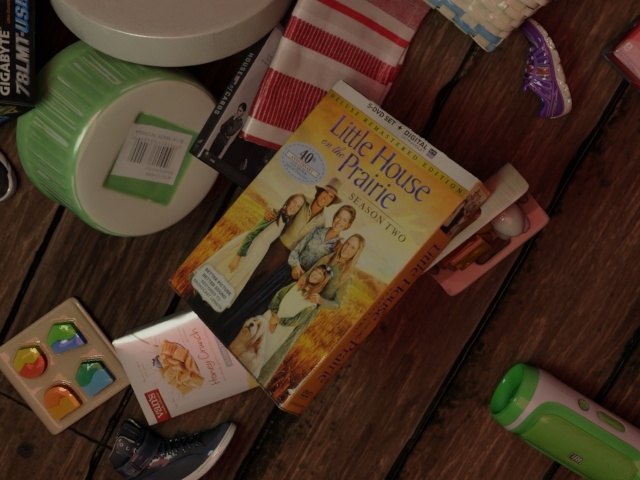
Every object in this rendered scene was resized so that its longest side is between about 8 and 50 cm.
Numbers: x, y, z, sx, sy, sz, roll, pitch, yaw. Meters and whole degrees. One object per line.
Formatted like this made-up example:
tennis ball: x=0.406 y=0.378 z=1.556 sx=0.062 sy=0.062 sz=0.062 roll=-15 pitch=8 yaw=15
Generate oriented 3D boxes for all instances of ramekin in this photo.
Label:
ramekin: x=-0.292 y=-0.152 z=1.312 sx=0.148 sy=0.303 sz=0.303 roll=37 pitch=105 yaw=39

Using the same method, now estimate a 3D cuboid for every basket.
basket: x=0.276 y=-0.455 z=1.266 sx=0.255 sy=0.201 sz=0.289 roll=39 pitch=128 yaw=-5

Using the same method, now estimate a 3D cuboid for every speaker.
speaker: x=0.446 y=0.331 z=1.472 sx=0.297 sy=0.131 sz=0.131 roll=31 pitch=102 yaw=-3

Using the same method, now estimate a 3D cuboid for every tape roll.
tape roll: x=-0.220 y=-0.433 z=1.268 sx=0.393 sy=0.072 sz=0.391 roll=2 pitch=63 yaw=-3

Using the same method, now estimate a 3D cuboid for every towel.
towel: x=0.030 y=-0.278 z=1.340 sx=0.237 sy=0.037 sz=0.328 roll=14 pitch=107 yaw=-43

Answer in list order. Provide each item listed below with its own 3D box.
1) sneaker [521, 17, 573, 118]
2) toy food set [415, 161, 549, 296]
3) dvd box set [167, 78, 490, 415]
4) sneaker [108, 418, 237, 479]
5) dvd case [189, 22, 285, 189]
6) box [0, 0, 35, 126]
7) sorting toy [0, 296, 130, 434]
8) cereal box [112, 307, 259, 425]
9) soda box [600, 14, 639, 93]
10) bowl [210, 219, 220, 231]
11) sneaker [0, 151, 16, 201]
sneaker: x=0.355 y=-0.277 z=1.382 sx=0.071 sy=0.068 sz=0.169 roll=-18 pitch=101 yaw=12
toy food set: x=0.253 y=0.004 z=1.338 sx=0.220 sy=0.306 sz=0.092 roll=-40 pitch=70 yaw=11
dvd box set: x=0.000 y=0.000 z=1.263 sx=0.420 sy=0.062 sz=0.308 roll=-49 pitch=58 yaw=3
sneaker: x=-0.275 y=0.366 z=1.538 sx=0.226 sy=0.086 sz=0.163 roll=-41 pitch=99 yaw=11
dvd case: x=-0.089 y=-0.203 z=1.349 sx=0.030 sy=0.179 sz=0.238 roll=29 pitch=87 yaw=34
box: x=-0.507 y=-0.319 z=1.285 sx=0.073 sy=0.296 sz=0.293 roll=0 pitch=86 yaw=-37
sorting toy: x=-0.468 y=0.231 z=1.545 sx=0.208 sy=0.038 sz=0.193 roll=-34 pitch=98 yaw=9
cereal box: x=-0.224 y=0.208 z=1.514 sx=0.240 sy=0.047 sz=0.172 roll=-21 pitch=101 yaw=1
soda box: x=0.580 y=-0.241 z=1.367 sx=0.263 sy=0.083 sz=0.092 roll=42 pitch=101 yaw=-5
bowl: x=-0.059 y=0.074 z=1.416 sx=0.298 sy=0.134 sz=0.297 roll=-1 pitch=97 yaw=-8
sneaker: x=-0.644 y=-0.148 z=1.417 sx=0.269 sy=0.153 sz=0.101 roll=39 pitch=101 yaw=-5
